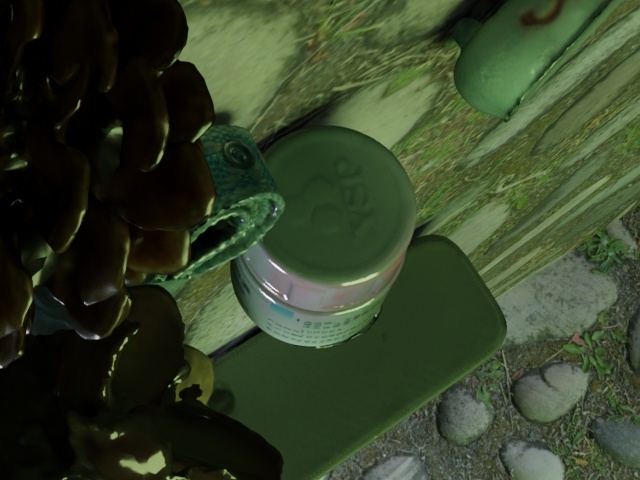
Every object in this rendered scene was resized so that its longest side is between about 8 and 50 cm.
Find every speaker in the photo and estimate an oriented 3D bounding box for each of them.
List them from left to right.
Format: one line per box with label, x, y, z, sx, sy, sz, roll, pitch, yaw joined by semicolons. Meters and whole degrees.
speaker;0.015;0.167;1.596;0.406;0.183;0.184;-31;173;-23

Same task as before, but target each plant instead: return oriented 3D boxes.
plant;-0.143;0.133;0.784;0.234;0.178;0.204;-36;127;11

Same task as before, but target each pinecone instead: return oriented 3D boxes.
pinecone;-0.134;-0.035;0.421;0.165;0.163;0.163;1;146;-41

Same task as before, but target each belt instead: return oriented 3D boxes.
belt;-0.139;0.036;0.871;0.302;0.072;0.087;-41;161;31

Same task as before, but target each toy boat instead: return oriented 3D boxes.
toy boat;0.174;-0.179;0.958;0.207;0.079;0.134;-45;178;-8

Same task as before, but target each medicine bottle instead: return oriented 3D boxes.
medicine bottle;0.000;0.000;0.978;0.135;0.135;0.168;-32;169;-16

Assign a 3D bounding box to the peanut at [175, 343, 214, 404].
peanut;-0.201;0.162;1.120;0.233;0.110;0.197;-45;165;32
